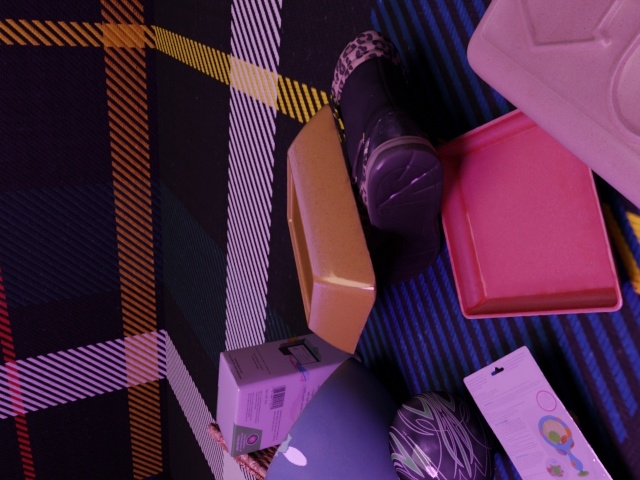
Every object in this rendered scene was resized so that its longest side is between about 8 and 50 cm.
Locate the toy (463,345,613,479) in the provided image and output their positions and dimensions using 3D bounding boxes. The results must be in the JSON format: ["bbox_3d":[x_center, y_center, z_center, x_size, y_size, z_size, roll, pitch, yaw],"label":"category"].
[{"bbox_3d":[0.305,0.262,0.751,0.237,0.056,0.137,64,144,20],"label":"toy"}]

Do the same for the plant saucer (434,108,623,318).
[{"bbox_3d":[0.264,-0.032,0.749,0.259,0.047,0.258,-19,81,60],"label":"plant saucer"}]

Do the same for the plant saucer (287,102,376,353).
[{"bbox_3d":[0.000,0.000,0.967,0.333,0.081,0.333,98,161,-63],"label":"plant saucer"}]

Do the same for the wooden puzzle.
[{"bbox_3d":[0.325,-0.237,0.525,0.322,0.080,0.348,57,138,36],"label":"wooden puzzle"}]

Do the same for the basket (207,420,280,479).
[{"bbox_3d":[-0.095,0.520,1.295,0.299,0.223,0.213,24,119,35],"label":"basket"}]

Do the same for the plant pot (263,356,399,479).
[{"bbox_3d":[0.061,0.392,1.050,0.195,0.290,0.290,32,131,18],"label":"plant pot"}]

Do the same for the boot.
[{"bbox_3d":[0.098,-0.115,0.926,0.377,0.138,0.284,81,179,-58],"label":"boot"}]

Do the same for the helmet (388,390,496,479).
[{"bbox_3d":[0.185,0.318,0.875,0.161,0.169,0.169,104,148,-64],"label":"helmet"}]

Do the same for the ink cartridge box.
[{"bbox_3d":[-0.070,0.320,1.218,0.117,0.278,0.201,50,139,48],"label":"ink cartridge box"}]
